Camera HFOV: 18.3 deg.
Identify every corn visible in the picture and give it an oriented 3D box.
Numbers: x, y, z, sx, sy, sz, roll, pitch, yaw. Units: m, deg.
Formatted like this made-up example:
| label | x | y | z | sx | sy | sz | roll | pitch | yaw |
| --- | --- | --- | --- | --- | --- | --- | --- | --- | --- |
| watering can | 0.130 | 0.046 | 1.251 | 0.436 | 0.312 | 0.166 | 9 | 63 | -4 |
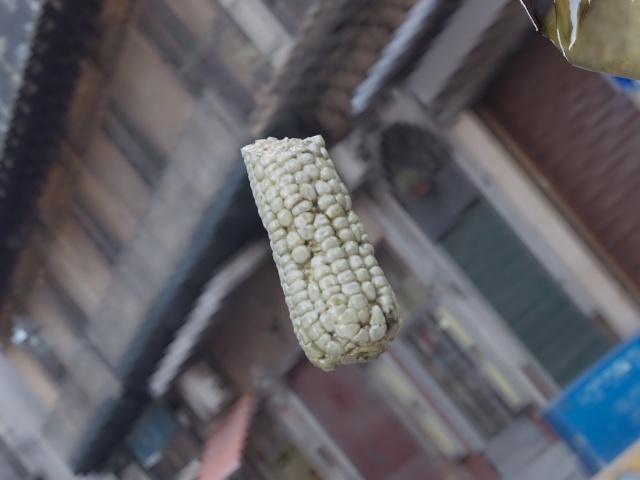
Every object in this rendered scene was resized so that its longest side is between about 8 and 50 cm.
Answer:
| label | x | y | z | sx | sy | sz | roll | pitch | yaw |
| --- | --- | --- | --- | --- | --- | --- | --- | --- | --- |
| corn | 0.000 | 0.000 | 1.597 | 0.087 | 0.211 | 0.087 | -18 | -13 | -4 |

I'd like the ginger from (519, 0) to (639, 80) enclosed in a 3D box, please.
| label | x | y | z | sx | sy | sz | roll | pitch | yaw |
| --- | --- | --- | --- | --- | --- | --- | --- | --- | --- |
| ginger | 0.267 | -0.305 | 1.354 | 0.211 | 0.413 | 0.358 | 3 | 0 | 31 |
